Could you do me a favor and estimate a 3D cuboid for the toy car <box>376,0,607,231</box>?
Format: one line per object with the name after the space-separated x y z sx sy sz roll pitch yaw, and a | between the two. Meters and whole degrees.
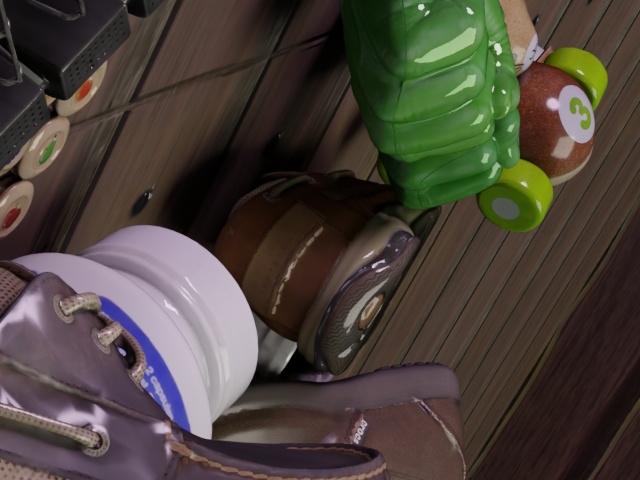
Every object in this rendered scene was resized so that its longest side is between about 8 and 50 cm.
0.127 -0.132 1.382 0.188 0.149 0.155 90 23 -48 | toy car

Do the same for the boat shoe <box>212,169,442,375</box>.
0.000 0.000 1.281 0.122 0.120 0.324 -60 177 4 | boat shoe

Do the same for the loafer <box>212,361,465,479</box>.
-0.020 0.170 1.366 0.366 0.130 0.134 -8 160 -40 | loafer

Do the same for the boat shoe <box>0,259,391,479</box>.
-0.116 0.072 0.749 0.355 0.132 0.130 7 87 -36 | boat shoe

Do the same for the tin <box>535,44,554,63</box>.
0.163 -0.106 1.679 0.106 0.040 0.189 -53 177 32 | tin

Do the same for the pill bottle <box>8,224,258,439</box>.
-0.147 0.099 0.940 0.272 0.152 0.152 -38 159 -48 | pill bottle

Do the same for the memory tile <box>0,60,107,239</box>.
-0.150 -0.043 0.891 0.113 0.012 0.148 -58 166 12 | memory tile

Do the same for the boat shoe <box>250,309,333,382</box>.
-0.024 0.080 1.456 0.095 0.084 0.258 -57 166 7 | boat shoe

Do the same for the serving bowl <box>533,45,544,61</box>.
0.147 -0.136 1.629 0.083 0.027 0.083 -48 180 0 | serving bowl

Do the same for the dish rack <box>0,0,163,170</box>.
-0.123 -0.122 0.682 0.208 0.074 0.271 -51 164 -22 | dish rack

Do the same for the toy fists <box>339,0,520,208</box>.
0.068 -0.105 1.167 0.279 0.096 0.142 62 23 -76 | toy fists
